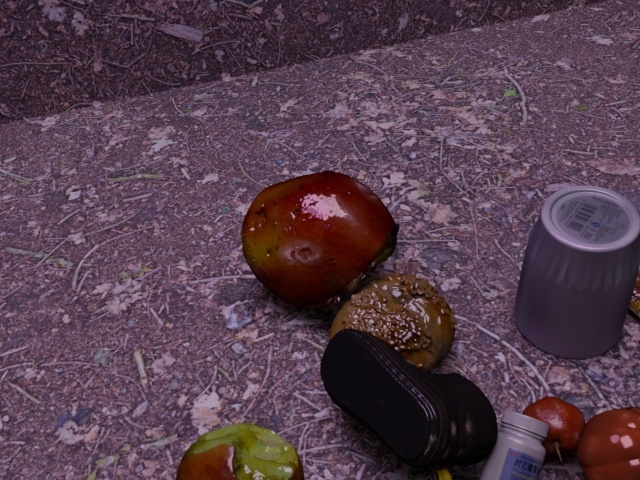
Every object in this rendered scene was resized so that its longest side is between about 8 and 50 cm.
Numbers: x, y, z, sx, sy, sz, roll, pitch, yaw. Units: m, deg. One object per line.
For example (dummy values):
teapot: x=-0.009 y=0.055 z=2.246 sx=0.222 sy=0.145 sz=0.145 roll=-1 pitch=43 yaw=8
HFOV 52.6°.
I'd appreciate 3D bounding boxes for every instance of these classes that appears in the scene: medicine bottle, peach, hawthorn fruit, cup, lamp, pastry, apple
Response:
medicine bottle: x=0.365 y=0.425 z=1.230 sx=0.102 sy=0.103 sz=0.187 roll=16 pitch=77 yaw=27
peach: x=0.000 y=0.000 z=1.683 sx=0.416 sy=0.353 sz=0.339 roll=13 pitch=46 yaw=23
hawthorn fruit: x=0.466 y=0.377 z=1.304 sx=0.125 sy=0.125 sz=0.140 roll=23 pitch=8 yaw=33
cup: x=0.588 y=0.078 z=1.484 sx=0.253 sy=0.372 sz=0.254 roll=-5 pitch=46 yaw=5
lamp: x=0.584 y=0.403 z=1.206 sx=0.187 sy=0.164 sz=0.188 roll=14 pitch=60 yaw=-25
pastry: x=0.167 y=0.197 z=1.541 sx=0.315 sy=0.184 sz=0.284 roll=-30 pitch=43 yaw=-24
apple: x=-0.159 y=0.455 z=1.237 sx=0.246 sy=0.246 sz=0.226 roll=-22 pitch=31 yaw=-17

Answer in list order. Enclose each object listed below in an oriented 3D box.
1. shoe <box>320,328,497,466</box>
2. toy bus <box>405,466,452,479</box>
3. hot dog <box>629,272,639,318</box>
shoe: x=0.177 y=0.311 z=1.313 sx=0.237 sy=0.172 sz=0.384 roll=16 pitch=8 yaw=-35
toy bus: x=0.103 y=0.540 z=1.165 sx=0.329 sy=0.144 sz=0.152 roll=-17 pitch=40 yaw=-13
hot dog: x=0.802 y=0.148 z=1.594 sx=0.108 sy=0.059 sz=0.191 roll=-23 pitch=43 yaw=-11
